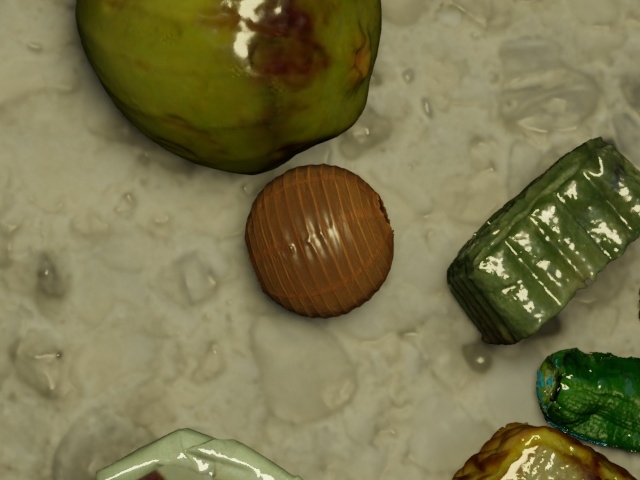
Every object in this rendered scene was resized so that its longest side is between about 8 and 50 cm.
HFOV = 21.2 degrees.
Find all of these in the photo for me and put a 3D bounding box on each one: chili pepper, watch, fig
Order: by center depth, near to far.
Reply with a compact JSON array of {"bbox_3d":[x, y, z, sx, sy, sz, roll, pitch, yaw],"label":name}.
[{"bbox_3d":[-0.085,-0.180,1.467,0.271,0.239,0.239,20,83,23],"label":"fig"},{"bbox_3d":[-0.090,0.283,1.472,0.253,0.162,0.241,-11,74,-9],"label":"watch"},{"bbox_3d":[0.307,0.144,1.555,0.224,0.061,0.098,5,99,-9],"label":"chili pepper"}]

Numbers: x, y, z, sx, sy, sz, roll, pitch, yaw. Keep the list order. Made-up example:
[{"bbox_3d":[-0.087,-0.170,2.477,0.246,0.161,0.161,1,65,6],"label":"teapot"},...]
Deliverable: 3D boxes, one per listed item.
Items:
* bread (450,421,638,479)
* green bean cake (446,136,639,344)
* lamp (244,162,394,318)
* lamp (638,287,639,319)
[{"bbox_3d":[0.181,0.273,1.516,0.181,0.096,0.222,39,82,-4],"label":"bread"},{"bbox_3d":[0.195,0.001,1.497,0.181,0.173,0.094,-43,89,-6],"label":"green bean cake"},{"bbox_3d":[0.000,0.000,1.496,0.136,0.136,0.136,0,86,-6],"label":"lamp"},{"bbox_3d":[0.326,0.046,1.581,0.063,0.031,0.083,26,87,-2],"label":"lamp"}]
